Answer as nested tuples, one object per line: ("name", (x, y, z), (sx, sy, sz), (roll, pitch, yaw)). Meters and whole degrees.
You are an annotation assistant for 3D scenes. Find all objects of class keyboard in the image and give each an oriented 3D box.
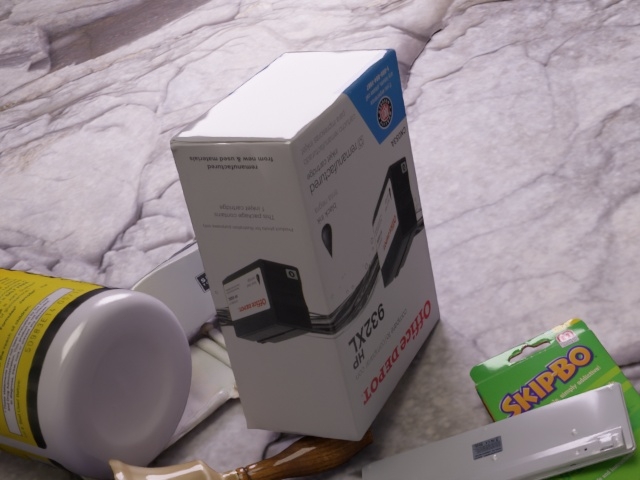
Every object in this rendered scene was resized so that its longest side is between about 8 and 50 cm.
("keyboard", (0.150, 0.193, 1.009), (0.256, 0.014, 0.072), (-22, 35, 20))

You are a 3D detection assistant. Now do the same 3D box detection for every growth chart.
("growth chart", (-0.179, 0.176, 1.233), (0.237, 0.021, 0.172), (-35, 39, -14))

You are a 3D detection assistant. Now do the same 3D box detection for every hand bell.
("hand bell", (-0.064, 0.222, 1.072), (0.242, 0.126, 0.126), (-20, 36, -13))

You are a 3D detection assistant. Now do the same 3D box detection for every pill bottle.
("pill bottle", (-0.314, 0.126, 1.197), (0.334, 0.188, 0.188), (7, 47, 35))

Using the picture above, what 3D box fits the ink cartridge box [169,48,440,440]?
("ink cartridge box", (0.000, 0.000, 1.083), (0.129, 0.307, 0.223), (3, 30, 28))

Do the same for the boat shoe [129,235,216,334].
("boat shoe", (-0.095, 0.025, 1.310), (0.301, 0.108, 0.102), (-32, 11, -14))

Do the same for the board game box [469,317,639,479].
("board game box", (0.234, 0.177, 1.004), (0.124, 0.039, 0.259), (-25, 40, 0))
